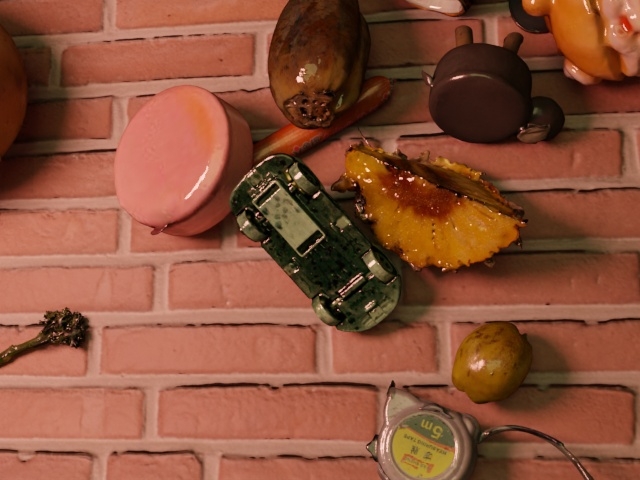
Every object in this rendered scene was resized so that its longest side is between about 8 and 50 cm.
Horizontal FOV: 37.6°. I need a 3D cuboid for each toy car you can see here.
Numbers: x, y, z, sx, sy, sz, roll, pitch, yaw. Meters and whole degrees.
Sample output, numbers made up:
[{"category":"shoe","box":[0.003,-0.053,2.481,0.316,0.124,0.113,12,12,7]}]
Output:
[{"category":"toy car","box":[0.000,0.000,1.467,0.136,0.125,0.306,-42,93,17]}]

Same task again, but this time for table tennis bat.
[{"category":"table tennis bat","box":[0.360,-0.419,1.571,0.095,0.014,0.158,-8,76,10]}]

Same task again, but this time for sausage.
[{"category":"sausage","box":[-0.025,-0.179,1.558,0.348,0.053,0.053,-30,72,2]}]

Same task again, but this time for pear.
[{"category":"pear","box":[0.254,0.180,1.385,0.131,0.107,0.107,-43,72,1]}]

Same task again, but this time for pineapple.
[{"category":"pineapple","box":[0.167,-0.046,1.463,0.335,0.158,0.161,20,119,19]}]

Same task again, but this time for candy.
[{"category":"candy","box":[-0.226,-0.122,1.527,0.255,0.094,0.255,-10,71,29]}]

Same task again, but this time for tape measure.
[{"category":"tape measure","box":[0.230,0.329,1.358,0.330,0.084,0.164,21,82,16]}]

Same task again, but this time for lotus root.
[{"category":"lotus root","box":[-0.006,-0.309,1.515,0.160,0.152,0.274,-16,44,28]}]

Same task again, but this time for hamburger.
[{"category":"hamburger","box":[0.445,-0.364,1.419,0.237,0.276,0.276,-11,72,29]}]

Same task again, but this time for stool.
[{"category":"stool","box":[0.271,-0.234,1.485,0.153,0.228,0.139,-25,41,46]}]

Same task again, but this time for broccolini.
[{"category":"broccolini","box":[-0.510,0.177,1.556,0.254,0.057,0.071,-21,30,1]}]

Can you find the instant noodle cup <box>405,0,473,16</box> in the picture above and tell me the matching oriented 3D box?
[{"category":"instant noodle cup","box":[0.195,-0.477,1.526,0.216,0.216,0.172,23,89,15]}]

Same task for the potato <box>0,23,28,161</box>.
[{"category":"potato","box":[-0.704,-0.267,1.600,0.442,0.319,0.385,19,120,6]}]
